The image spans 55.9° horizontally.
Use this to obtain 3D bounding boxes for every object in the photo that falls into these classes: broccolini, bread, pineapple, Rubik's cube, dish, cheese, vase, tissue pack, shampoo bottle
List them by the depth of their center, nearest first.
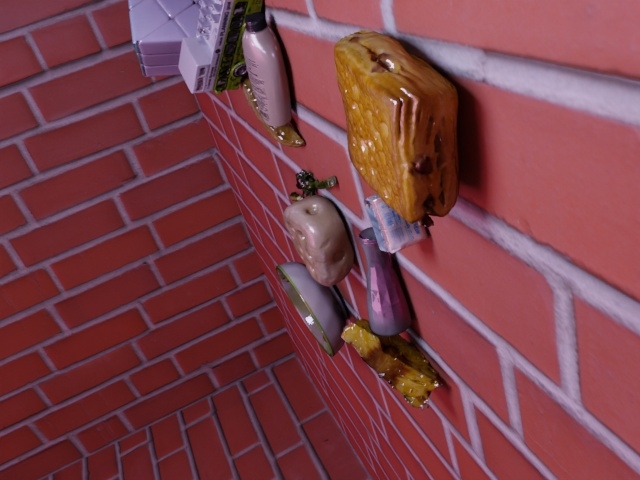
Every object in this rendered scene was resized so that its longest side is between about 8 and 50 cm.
[{"bbox_3d":[0.101,-0.147,0.772,0.235,0.099,0.210,-120,14,-52],"label":"bread"},{"bbox_3d":[0.119,-0.036,0.958,0.059,0.074,0.094,-152,41,-76],"label":"tissue pack"},{"bbox_3d":[0.121,0.078,1.182,0.086,0.086,0.214,-136,29,-61],"label":"vase"},{"bbox_3d":[0.155,0.242,1.259,0.233,0.079,0.135,41,-171,15],"label":"pineapple"},{"bbox_3d":[-0.118,-0.372,1.314,0.127,0.078,0.257,51,164,37],"label":"shampoo bottle"},{"bbox_3d":[-0.003,-0.140,1.429,0.254,0.071,0.058,3,76,70],"label":"broccolini"},{"bbox_3d":[0.000,0.000,1.456,0.218,0.117,0.235,63,171,-1],"label":"cheese"},{"bbox_3d":[-0.368,-0.572,1.550,0.224,0.221,0.231,156,106,-78],"label":"Rubik's cube"},{"bbox_3d":[-0.002,0.188,1.850,0.324,0.124,0.324,55,169,16],"label":"dish"}]

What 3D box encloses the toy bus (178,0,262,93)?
[{"bbox_3d":[-0.221,-0.460,1.338,0.113,0.139,0.302,61,150,18],"label":"toy bus"}]

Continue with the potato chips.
[{"bbox_3d":[-0.158,-0.387,1.481,0.407,0.080,0.057,64,179,11],"label":"potato chips"}]

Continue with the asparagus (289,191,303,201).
[{"bbox_3d":[-0.068,-0.125,1.740,0.025,0.021,0.108,69,168,-14],"label":"asparagus"}]
